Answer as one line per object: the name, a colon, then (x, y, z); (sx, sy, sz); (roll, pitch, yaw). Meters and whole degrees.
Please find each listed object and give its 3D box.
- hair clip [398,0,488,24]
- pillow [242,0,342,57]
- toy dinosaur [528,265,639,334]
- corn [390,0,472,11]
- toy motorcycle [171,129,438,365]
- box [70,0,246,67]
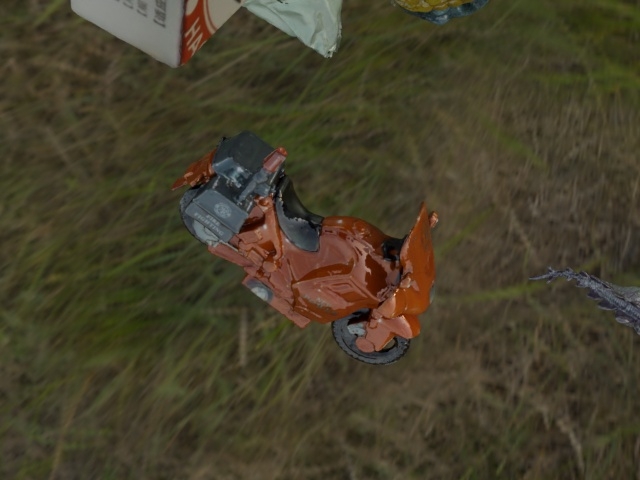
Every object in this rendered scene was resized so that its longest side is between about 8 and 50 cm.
hair clip: (0.131, -0.338, 1.740); (0.206, 0.310, 0.194); (13, 66, -22)
pillow: (-0.070, -0.340, 1.557); (0.310, 0.283, 0.138); (24, 156, -32)
toy dinosaur: (0.290, 0.061, 1.641); (0.209, 0.082, 0.039); (21, 102, 24)
corn: (0.171, -0.239, 1.152); (0.313, 0.102, 0.102); (-27, 98, 2)
toy motorcycle: (0.000, 0.000, 1.915); (0.326, 0.147, 0.221); (37, 129, -9)
box: (-0.007, -0.258, 0.650); (0.069, 0.214, 0.353); (30, 141, 15)
